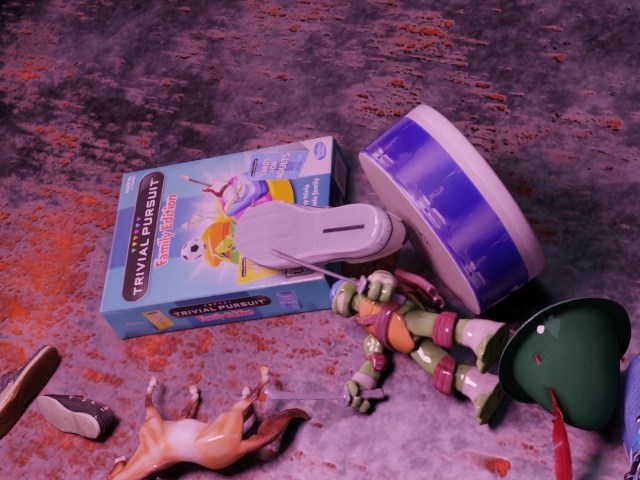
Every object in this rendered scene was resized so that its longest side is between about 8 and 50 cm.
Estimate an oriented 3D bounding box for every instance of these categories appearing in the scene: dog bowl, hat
[{"bbox_3d":[0.166,-0.038,1.852,0.104,0.265,0.265,-37,49,-3],"label":"dog bowl"},{"bbox_3d":[0.316,0.198,1.673,0.173,0.209,0.184,-17,46,-6],"label":"hat"}]

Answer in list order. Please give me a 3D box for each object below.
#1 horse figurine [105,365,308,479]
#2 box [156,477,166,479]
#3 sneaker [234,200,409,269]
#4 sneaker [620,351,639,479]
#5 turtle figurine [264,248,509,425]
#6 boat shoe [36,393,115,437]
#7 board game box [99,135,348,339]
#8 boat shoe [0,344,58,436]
[{"bbox_3d":[-0.155,0.247,1.894,0.263,0.066,0.174,-5,40,21],"label":"horse figurine"},{"bbox_3d":[-0.117,0.367,1.799,0.232,0.058,0.087,8,57,28],"label":"box"},{"bbox_3d":[0.000,0.000,1.915,0.258,0.091,0.094,2,77,39],"label":"sneaker"},{"bbox_3d":[0.403,0.252,1.606,0.129,0.147,0.330,-16,49,11],"label":"sneaker"},{"bbox_3d":[0.084,0.139,1.803,0.266,0.274,0.198,20,99,29],"label":"turtle figurine"},{"bbox_3d":[-0.340,0.238,2.005,0.133,0.049,0.042,11,32,37],"label":"boat shoe"},{"bbox_3d":[-0.134,-0.005,2.078,0.336,0.079,0.254,-9,51,16],"label":"board game box"},{"bbox_3d":[-0.434,0.206,2.059,0.049,0.056,0.152,25,67,30],"label":"boat shoe"}]
